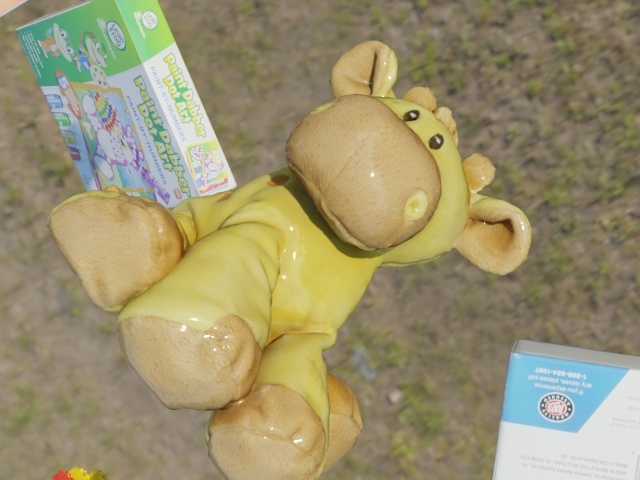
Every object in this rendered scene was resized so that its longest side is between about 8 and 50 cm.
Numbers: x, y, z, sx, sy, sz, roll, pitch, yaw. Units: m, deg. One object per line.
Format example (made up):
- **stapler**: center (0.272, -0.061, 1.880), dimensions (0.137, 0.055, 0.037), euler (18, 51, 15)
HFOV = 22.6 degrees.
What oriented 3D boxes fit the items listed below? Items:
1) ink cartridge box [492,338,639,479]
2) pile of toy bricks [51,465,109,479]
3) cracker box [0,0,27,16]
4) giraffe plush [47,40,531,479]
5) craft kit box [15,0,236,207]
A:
- **ink cartridge box**: center (0.285, 0.272, 1.636), dimensions (0.223, 0.129, 0.307), euler (8, 94, 8)
- **pile of toy bricks**: center (-0.111, 0.224, 1.202), dimensions (0.118, 0.105, 0.212), euler (44, 168, 33)
- **cracker box**: center (-0.119, -0.210, 0.900), dimensions (0.156, 0.232, 0.067), euler (-28, 108, 14)
- **giraffe plush**: center (0.000, 0.000, 0.749), dimensions (0.170, 0.210, 0.181), euler (-37, 101, 7)
- **craft kit box**: center (-0.224, -0.153, 1.816), dimensions (0.247, 0.061, 0.250), euler (-8, 109, 52)
